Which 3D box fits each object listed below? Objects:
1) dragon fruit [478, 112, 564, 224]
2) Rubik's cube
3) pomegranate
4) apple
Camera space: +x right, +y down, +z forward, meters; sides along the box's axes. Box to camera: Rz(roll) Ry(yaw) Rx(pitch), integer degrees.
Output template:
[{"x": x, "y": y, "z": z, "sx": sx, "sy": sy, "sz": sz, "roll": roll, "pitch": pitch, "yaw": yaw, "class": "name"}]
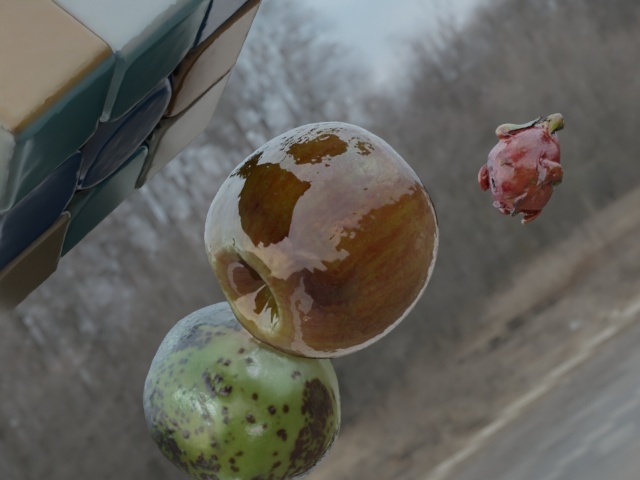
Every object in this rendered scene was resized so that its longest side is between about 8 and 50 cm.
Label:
[{"x": 0.219, "y": -0.080, "z": 2.173, "sx": 0.068, "sy": 0.112, "sz": 0.126, "roll": 8, "pitch": -25, "yaw": -22, "class": "dragon fruit"}, {"x": -0.281, "y": -0.192, "z": 1.586, "sx": 0.344, "sy": 0.347, "sz": 0.346, "roll": -47, "pitch": -7, "yaw": -32, "class": "Rubik's cube"}, {"x": -0.054, "y": 0.140, "z": 2.049, "sx": 0.276, "sy": 0.204, "sz": 0.222, "roll": -44, "pitch": 40, "yaw": 5, "class": "pomegranate"}, {"x": 0.000, "y": 0.000, "z": 1.767, "sx": 0.188, "sy": 0.211, "sz": 0.211, "roll": -32, "pitch": -1, "yaw": -32, "class": "apple"}]
